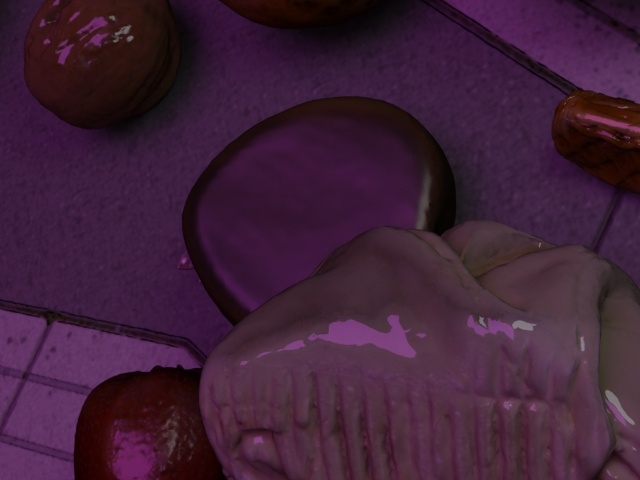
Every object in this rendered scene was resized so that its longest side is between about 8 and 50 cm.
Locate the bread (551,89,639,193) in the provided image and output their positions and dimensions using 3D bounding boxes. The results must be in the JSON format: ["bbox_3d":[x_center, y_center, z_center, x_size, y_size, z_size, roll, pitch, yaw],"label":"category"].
[{"bbox_3d":[0.233,-0.076,1.078,0.110,0.083,0.044,21,62,28],"label":"bread"}]

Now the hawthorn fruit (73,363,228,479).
[{"bbox_3d":[-0.133,0.201,1.173,0.169,0.169,0.188,-7,74,30],"label":"hawthorn fruit"}]

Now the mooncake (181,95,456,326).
[{"bbox_3d":[0.000,0.000,1.159,0.234,0.117,0.235,-5,73,16],"label":"mooncake"}]

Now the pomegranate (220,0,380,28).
[{"bbox_3d":[-0.017,-0.297,1.237,0.215,0.215,0.215,-10,70,29],"label":"pomegranate"}]

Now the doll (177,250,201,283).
[{"bbox_3d":[-0.085,-0.021,1.268,0.127,0.073,0.084,-49,24,5],"label":"doll"}]

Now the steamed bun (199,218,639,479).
[{"bbox_3d":[0.119,0.142,0.987,0.394,0.237,0.347,30,122,3],"label":"steamed bun"}]

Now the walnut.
[{"bbox_3d":[-0.211,-0.186,1.351,0.166,0.149,0.166,-35,27,20],"label":"walnut"}]
